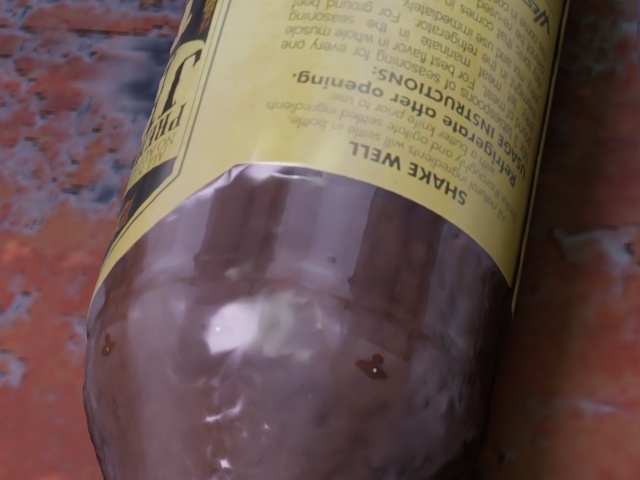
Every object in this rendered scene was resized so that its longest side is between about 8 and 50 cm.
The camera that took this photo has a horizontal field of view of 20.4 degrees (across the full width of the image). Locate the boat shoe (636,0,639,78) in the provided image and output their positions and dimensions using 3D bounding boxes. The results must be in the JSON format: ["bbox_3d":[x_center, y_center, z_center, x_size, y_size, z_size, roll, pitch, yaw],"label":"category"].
[{"bbox_3d":[0.183,0.044,0.386,0.130,0.132,0.355,-19,59,-8],"label":"boat shoe"}]

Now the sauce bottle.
[{"bbox_3d":[0.000,0.000,0.474,0.111,0.111,0.344,1,54,19],"label":"sauce bottle"}]
